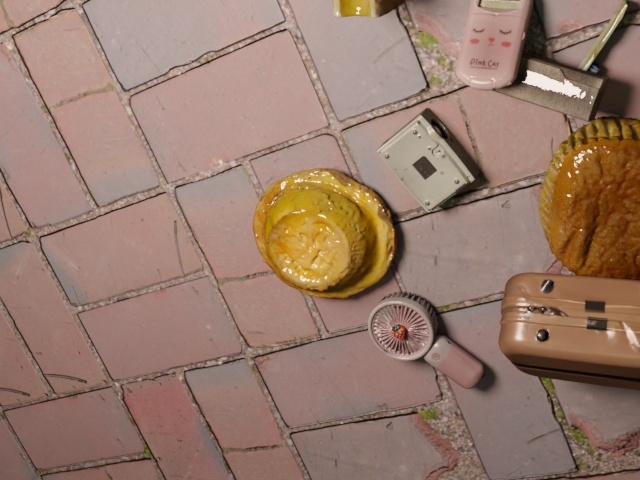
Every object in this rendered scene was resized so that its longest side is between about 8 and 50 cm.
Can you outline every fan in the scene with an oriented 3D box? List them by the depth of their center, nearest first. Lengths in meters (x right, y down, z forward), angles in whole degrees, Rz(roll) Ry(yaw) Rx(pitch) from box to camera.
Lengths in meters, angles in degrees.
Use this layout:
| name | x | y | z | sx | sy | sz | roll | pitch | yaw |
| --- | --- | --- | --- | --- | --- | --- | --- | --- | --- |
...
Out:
| name | x | y | z | sx | sy | sz | roll | pitch | yaw |
| --- | --- | --- | --- | --- | --- | --- | --- | --- | --- |
| fan | 0.205 | 0.195 | 1.640 | 0.244 | 0.074 | 0.130 | 35 | 121 | 3 |

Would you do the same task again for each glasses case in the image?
| name | x | y | z | sx | sy | sz | roll | pitch | yaw |
| --- | --- | --- | --- | --- | --- | --- | --- | --- | --- |
| glasses case | 0.342 | -0.251 | 1.362 | 0.205 | 0.047 | 0.071 | 25 | 117 | 26 |

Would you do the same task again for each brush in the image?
| name | x | y | z | sx | sy | sz | roll | pitch | yaw |
| --- | --- | --- | --- | --- | --- | --- | --- | --- | --- |
| brush | 0.432 | -0.289 | 1.341 | 0.030 | 0.033 | 0.179 | 29 | 122 | 1 |

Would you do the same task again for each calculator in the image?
| name | x | y | z | sx | sy | sz | roll | pitch | yaw |
| --- | --- | --- | --- | --- | --- | --- | --- | --- | --- |
| calculator | 0.273 | -0.320 | 1.353 | 0.100 | 0.032 | 0.175 | 11 | 87 | 25 |

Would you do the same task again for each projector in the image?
| name | x | y | z | sx | sy | sz | roll | pitch | yaw |
| --- | --- | --- | --- | --- | --- | --- | --- | --- | --- |
| projector | 0.187 | -0.137 | 1.500 | 0.115 | 0.061 | 0.147 | -38 | 96 | 30 |

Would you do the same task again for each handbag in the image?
| name | x | y | z | sx | sy | sz | roll | pitch | yaw |
| --- | --- | --- | --- | --- | --- | --- | --- | --- | --- |
| handbag | 0.459 | 0.161 | 1.429 | 0.301 | 0.283 | 0.149 | 3 | 72 | 19 |

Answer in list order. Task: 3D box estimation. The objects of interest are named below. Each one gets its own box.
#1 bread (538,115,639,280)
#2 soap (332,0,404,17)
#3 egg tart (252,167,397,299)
| name | x | y | z | sx | sy | sz | roll | pitch | yaw |
| --- | --- | --- | --- | --- | --- | --- | --- | --- | --- |
| bread | 0.467 | -0.061 | 1.372 | 0.227 | 0.142 | 0.254 | 13 | 116 | 8 |
| soap | 0.071 | -0.490 | 1.316 | 0.089 | 0.173 | 0.274 | 5 | 115 | 19 |
| egg tart | 0.000 | 0.000 | 1.616 | 0.288 | 0.118 | 0.288 | 7 | 114 | 16 |
